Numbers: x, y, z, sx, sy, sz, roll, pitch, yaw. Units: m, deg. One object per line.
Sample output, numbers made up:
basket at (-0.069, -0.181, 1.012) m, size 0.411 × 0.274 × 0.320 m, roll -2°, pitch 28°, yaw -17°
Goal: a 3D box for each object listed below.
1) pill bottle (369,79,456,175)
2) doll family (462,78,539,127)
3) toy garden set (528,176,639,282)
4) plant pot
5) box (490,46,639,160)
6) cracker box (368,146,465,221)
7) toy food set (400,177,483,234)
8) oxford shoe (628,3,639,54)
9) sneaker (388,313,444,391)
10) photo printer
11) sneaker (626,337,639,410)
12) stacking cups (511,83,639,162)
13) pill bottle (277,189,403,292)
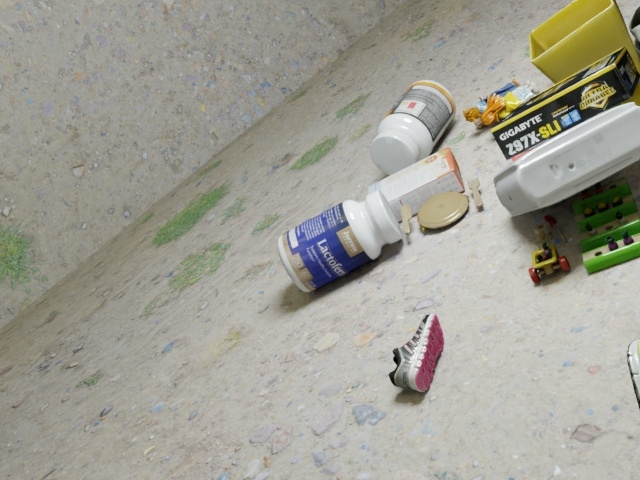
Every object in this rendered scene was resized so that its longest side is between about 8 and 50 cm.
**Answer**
pill bottle at (0.250, -0.305, 2.139) m, size 0.162 × 0.162 × 0.278 m, roll -11°, pitch 31°, yaw 42°
doll family at (0.454, -0.346, 2.005) m, size 0.163 × 0.118 × 0.263 m, roll -34°, pitch 23°, yaw -1°
toy garden set at (0.470, -0.027, 1.427) m, size 0.203 × 0.049 × 0.244 m, roll -23°, pitch 24°, yaw 23°
plant pot at (0.638, -0.450, 1.856) m, size 0.212 × 0.187 × 0.212 m, roll -34°, pitch 19°, yaw 29°
box at (0.504, -0.283, 1.593) m, size 0.257 × 0.079 × 0.322 m, roll -26°, pitch 6°, yaw 30°
cracker box at (0.230, -0.127, 1.927) m, size 0.232 × 0.067 × 0.156 m, roll -25°, pitch 23°, yaw 16°
toy food set at (0.280, -0.066, 1.788) m, size 0.192 × 0.039 × 0.132 m, roll -20°, pitch 32°, yaw 16°
oxford shoe at (0.808, -0.449, 1.737) m, size 0.169 × 0.130 × 0.449 m, roll -28°, pitch 24°, yaw 9°
sneaker at (0.164, 0.193, 1.368) m, size 0.074 × 0.063 × 0.170 m, roll -10°, pitch 36°, yaw 32°
photo printer at (0.462, -0.143, 1.481) m, size 0.256 × 0.107 × 0.307 m, roll -28°, pitch -3°, yaw 3°
sneaker at (0.446, 0.198, 0.981) m, size 0.094 × 0.081 × 0.208 m, roll -18°, pitch 33°, yaw 17°
stacking cups at (0.562, -0.226, 1.670) m, size 0.316 × 0.096 × 0.096 m, roll -28°, pitch 23°, yaw 20°
pill bottle at (0.046, -0.001, 1.803) m, size 0.264 × 0.153 × 0.153 m, roll -28°, pitch 23°, yaw 13°
